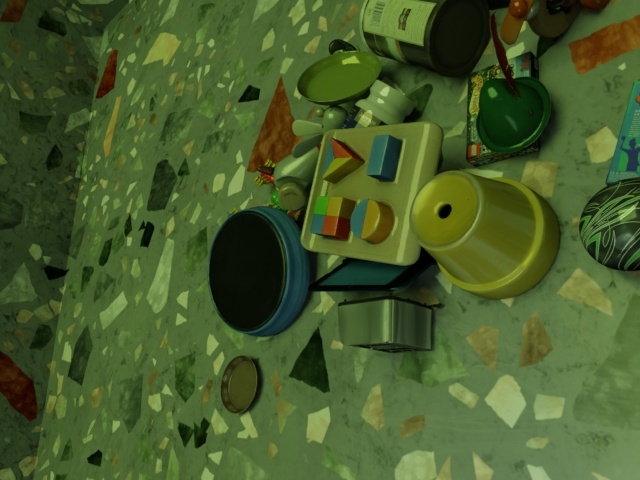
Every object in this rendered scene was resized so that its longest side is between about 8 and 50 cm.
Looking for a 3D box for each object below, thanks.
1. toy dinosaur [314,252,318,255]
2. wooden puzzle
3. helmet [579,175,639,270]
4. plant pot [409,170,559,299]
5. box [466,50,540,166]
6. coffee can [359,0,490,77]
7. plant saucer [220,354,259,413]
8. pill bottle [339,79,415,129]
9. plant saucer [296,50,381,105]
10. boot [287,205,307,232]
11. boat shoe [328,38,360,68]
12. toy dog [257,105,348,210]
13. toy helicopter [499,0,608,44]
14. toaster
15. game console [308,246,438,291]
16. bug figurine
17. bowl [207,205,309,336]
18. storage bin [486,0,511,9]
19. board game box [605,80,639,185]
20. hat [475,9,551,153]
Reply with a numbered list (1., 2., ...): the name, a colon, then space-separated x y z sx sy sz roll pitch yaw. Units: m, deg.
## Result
1. toy dinosaur: 0.000 0.000 1.615 0.082 0.047 0.090 40 94 27
2. wooden puzzle: 0.095 -0.120 1.329 0.348 0.080 0.322 8 84 45
3. helmet: 0.537 -0.028 0.987 0.169 0.161 0.169 -19 61 39
4. plant pot: 0.313 -0.027 1.160 0.254 0.239 0.254 -21 59 40
5. box: 0.416 -0.298 1.308 0.159 0.044 0.233 -11 66 42
6. coffee can: 0.259 -0.546 1.454 0.275 0.201 0.201 38 102 47
7. plant saucer: -0.233 0.425 1.684 0.168 0.029 0.168 -20 60 40
8. pill bottle: 0.128 -0.277 1.513 0.264 0.153 0.153 -58 43 11
9. plant saucer: 0.053 -0.443 1.581 0.241 0.037 0.241 -10 46 11
10. boot: -0.085 -0.035 1.708 0.085 0.059 0.158 29 92 56
11. boat shoe: 0.075 -0.556 1.738 0.084 0.079 0.233 -47 45 24
12. toy dog: -0.064 -0.257 1.635 0.333 0.161 0.220 -63 16 14
13. toy helicopter: 0.445 -0.561 1.158 0.235 0.355 0.140 -47 44 -2
14. toaster: 0.156 0.189 1.287 0.186 0.168 0.110 -14 67 43
15. game console: 0.129 0.005 1.376 0.293 0.173 0.250 -5 78 44
16. bug figurine: -0.194 -0.109 1.832 0.279 0.072 0.216 -52 51 10
17. bowl: -0.197 0.089 1.686 0.391 0.077 0.391 -3 85 42
18. storage bin: 0.436 -0.629 1.366 0.180 0.122 0.084 12 82 47
19. board game box: 0.634 -0.189 1.040 0.160 0.047 0.210 14 85 48
20. hat: 0.361 -0.310 1.198 0.173 0.183 0.208 -29 55 34
